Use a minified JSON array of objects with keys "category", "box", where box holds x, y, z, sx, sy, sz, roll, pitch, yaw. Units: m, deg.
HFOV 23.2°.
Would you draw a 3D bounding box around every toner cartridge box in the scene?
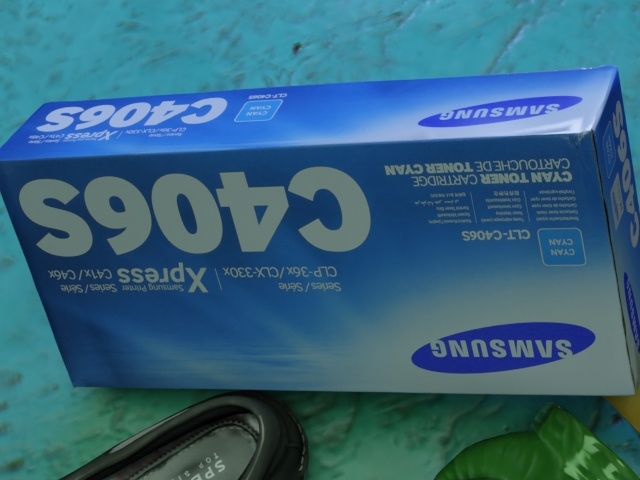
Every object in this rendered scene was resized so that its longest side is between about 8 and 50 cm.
[{"category":"toner cartridge box","box":[0.000,0.000,0.877,0.348,0.165,0.075,-2,33,23]}]

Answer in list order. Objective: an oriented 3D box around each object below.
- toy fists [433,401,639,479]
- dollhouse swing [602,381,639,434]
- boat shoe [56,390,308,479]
[{"category":"toy fists","box":[0.166,0.224,0.864,0.142,0.096,0.279,-44,73,-7]},{"category":"dollhouse swing","box":[0.388,0.025,0.909,0.347,0.315,0.305,46,125,18]},{"category":"boat shoe","box":[-0.157,0.192,0.915,0.335,0.095,0.112,-34,71,-5]}]
